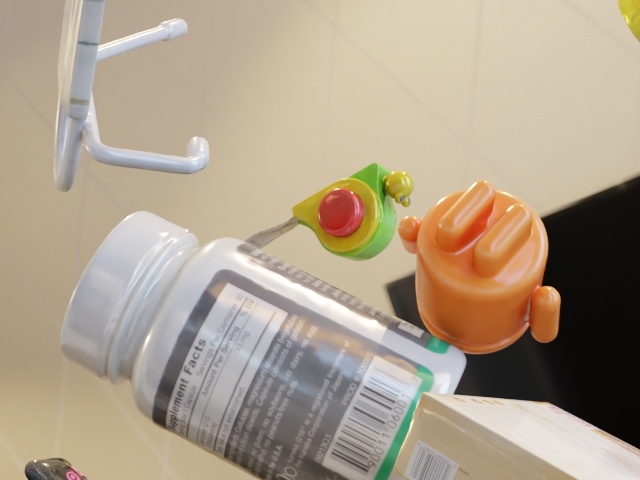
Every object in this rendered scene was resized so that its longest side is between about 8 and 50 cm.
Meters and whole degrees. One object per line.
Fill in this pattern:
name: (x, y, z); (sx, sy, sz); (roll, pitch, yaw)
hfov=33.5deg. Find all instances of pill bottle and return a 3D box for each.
pill bottle: (-0.057, 0.122, 1.051); (0.204, 0.361, 0.204); (-61, -9, -17)

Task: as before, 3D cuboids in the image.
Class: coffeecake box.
coffeecake box: (0.170, 0.175, 0.793); (0.142, 0.068, 0.185); (25, 8, 42)

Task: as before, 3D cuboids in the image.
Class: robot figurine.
robot figurine: (0.156, 0.032, 1.059); (0.158, 0.128, 0.219); (0, -32, 5)

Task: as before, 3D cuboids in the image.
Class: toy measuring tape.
toy measuring tape: (0.000, 0.000, 1.541); (0.330, 0.121, 0.121); (-30, -18, 24)

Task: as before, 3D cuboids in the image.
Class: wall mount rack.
wall mount rack: (-0.133, -0.216, 0.841); (0.130, 0.304, 0.350); (5, -59, -19)

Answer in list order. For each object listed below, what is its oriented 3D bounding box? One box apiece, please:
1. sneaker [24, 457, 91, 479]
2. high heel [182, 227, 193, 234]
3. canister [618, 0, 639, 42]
sneaker: (-0.249, 0.335, 1.131); (0.482, 0.202, 0.185); (6, -19, -7)
high heel: (-0.211, 0.110, 1.591); (0.082, 0.117, 0.244); (8, -63, -12)
canister: (0.243, -0.167, 0.533); (0.170, 0.073, 0.126); (-43, 5, 42)
